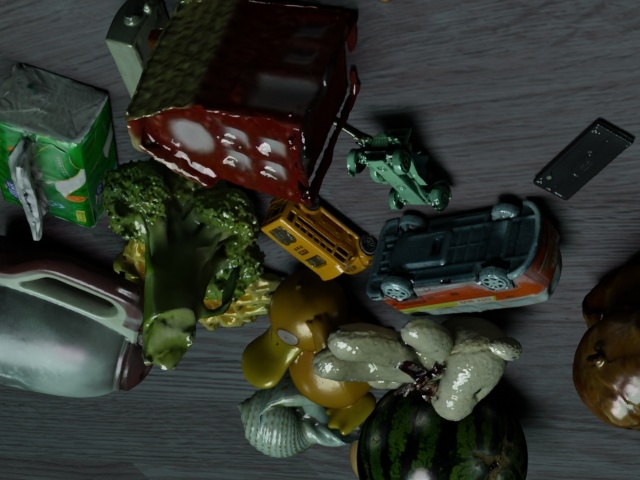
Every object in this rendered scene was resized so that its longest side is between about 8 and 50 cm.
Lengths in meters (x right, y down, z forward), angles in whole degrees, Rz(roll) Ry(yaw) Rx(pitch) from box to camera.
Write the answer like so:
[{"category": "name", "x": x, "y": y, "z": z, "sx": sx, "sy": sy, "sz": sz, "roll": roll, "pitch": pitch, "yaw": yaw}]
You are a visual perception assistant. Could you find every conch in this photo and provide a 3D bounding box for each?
[{"category": "conch", "x": -0.036, "y": 0.279, "z": 2.290, "sx": 0.200, "sy": 0.131, "sz": 0.172, "roll": 2, "pitch": 124, "yaw": -17}]

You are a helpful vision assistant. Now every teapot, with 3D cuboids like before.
[{"category": "teapot", "x": -0.411, "y": 0.121, "z": 2.216, "sx": 0.312, "sy": 0.233, "sz": 0.315, "roll": 17, "pitch": 145, "yaw": -2}]

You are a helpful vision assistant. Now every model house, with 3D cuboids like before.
[{"category": "model house", "x": -0.099, "y": -0.171, "z": 1.586, "sx": 0.254, "sy": 0.196, "sz": 0.160, "roll": 12, "pitch": 149, "yaw": 15}]

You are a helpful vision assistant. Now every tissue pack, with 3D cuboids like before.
[{"category": "tissue pack", "x": -0.381, "y": -0.108, "z": 1.909, "sx": 0.148, "sy": 0.156, "sz": 0.209, "roll": 21, "pitch": 150, "yaw": 9}]

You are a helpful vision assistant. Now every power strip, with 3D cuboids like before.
[{"category": "power strip", "x": -0.201, "y": -0.191, "z": 1.742, "sx": 0.048, "sy": 0.080, "sz": 0.286, "roll": 16, "pitch": 150, "yaw": 23}]

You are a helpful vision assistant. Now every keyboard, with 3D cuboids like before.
[{"category": "keyboard", "x": 0.308, "y": -0.093, "z": 1.619, "sx": 0.053, "sy": 0.010, "sz": 0.155, "roll": 28, "pitch": 148, "yaw": -9}]

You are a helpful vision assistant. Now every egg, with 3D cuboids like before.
[{"category": "egg", "x": 0.088, "y": 0.372, "z": 2.379, "sx": 0.080, "sy": 0.096, "sz": 0.080, "roll": 16, "pitch": 153, "yaw": 8}]

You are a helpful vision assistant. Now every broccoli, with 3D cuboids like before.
[{"category": "broccoli", "x": -0.179, "y": -0.007, "z": 1.843, "sx": 0.186, "sy": 0.302, "sz": 0.254, "roll": -27, "pitch": 100, "yaw": 10}]

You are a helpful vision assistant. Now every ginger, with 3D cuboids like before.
[{"category": "ginger", "x": 0.461, "y": 0.106, "z": 1.611, "sx": 0.418, "sy": 0.254, "sz": 0.176, "roll": -21, "pitch": 122, "yaw": 42}]

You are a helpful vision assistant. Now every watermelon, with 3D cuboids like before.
[{"category": "watermelon", "x": 0.185, "y": 0.332, "z": 2.111, "sx": 0.269, "sy": 0.269, "sz": 0.269, "roll": 17, "pitch": 148, "yaw": 11}]

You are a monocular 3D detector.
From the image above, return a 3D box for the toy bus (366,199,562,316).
[{"category": "toy bus", "x": 0.194, "y": 0.030, "z": 1.785, "sx": 0.265, "sy": 0.121, "sz": 0.120, "roll": -10, "pitch": 144, "yaw": 41}]

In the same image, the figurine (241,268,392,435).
[{"category": "figurine", "x": 0.001, "y": 0.156, "z": 2.060, "sx": 0.228, "sy": 0.215, "sz": 0.215, "roll": 28, "pitch": 151, "yaw": -36}]

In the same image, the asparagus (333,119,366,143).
[{"category": "asparagus", "x": 0.012, "y": -0.150, "z": 1.723, "sx": 0.166, "sy": 0.013, "sz": 0.016, "roll": 29, "pitch": 106, "yaw": -10}]

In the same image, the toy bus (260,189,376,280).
[{"category": "toy bus", "x": 0.000, "y": 0.000, "z": 1.897, "sx": 0.162, "sy": 0.074, "sz": 0.069, "roll": 38, "pitch": 144, "yaw": -20}]

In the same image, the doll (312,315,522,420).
[{"category": "doll", "x": 0.131, "y": 0.175, "z": 1.915, "sx": 0.278, "sy": 0.149, "sz": 0.175, "roll": 4, "pitch": -179, "yaw": -15}]

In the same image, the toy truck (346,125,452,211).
[{"category": "toy truck", "x": 0.102, "y": -0.093, "z": 1.707, "sx": 0.080, "sy": 0.078, "sz": 0.154, "roll": 1, "pitch": 159, "yaw": 33}]

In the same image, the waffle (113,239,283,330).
[{"category": "waffle", "x": -0.187, "y": 0.057, "z": 2.126, "sx": 0.250, "sy": 0.056, "sz": 0.261, "roll": 33, "pitch": 145, "yaw": -15}]
